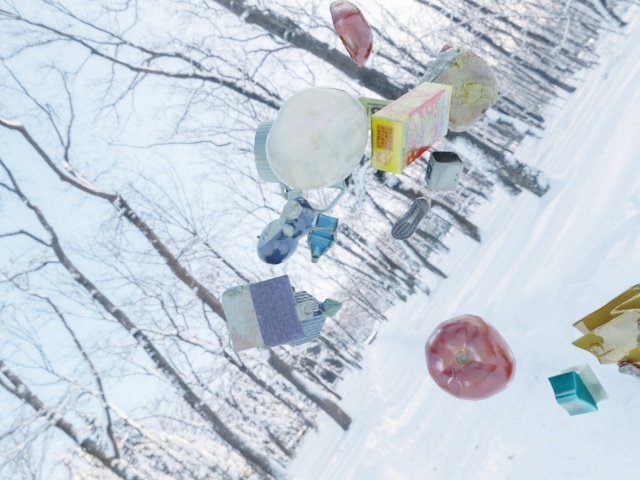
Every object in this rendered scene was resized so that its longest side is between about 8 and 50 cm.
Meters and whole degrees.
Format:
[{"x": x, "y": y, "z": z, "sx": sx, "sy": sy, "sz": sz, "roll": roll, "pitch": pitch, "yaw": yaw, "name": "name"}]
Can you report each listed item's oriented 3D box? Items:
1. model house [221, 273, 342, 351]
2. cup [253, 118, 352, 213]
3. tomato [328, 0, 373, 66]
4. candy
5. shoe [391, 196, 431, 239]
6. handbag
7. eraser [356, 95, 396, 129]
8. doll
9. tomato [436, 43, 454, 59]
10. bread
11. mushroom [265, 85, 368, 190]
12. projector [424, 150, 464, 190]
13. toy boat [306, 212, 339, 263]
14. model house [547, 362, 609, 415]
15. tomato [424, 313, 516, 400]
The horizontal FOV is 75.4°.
[{"x": -0.108, "y": 0.224, "z": 1.354, "sx": 0.280, "sy": 0.246, "sz": 0.312, "roll": -25, "pitch": -15, "yaw": 41, "name": "model house"}, {"x": -0.052, "y": -0.328, "z": 1.726, "sx": 0.310, "sy": 0.391, "sz": 0.402, "roll": 27, "pitch": -114, "yaw": -76, "name": "cup"}, {"x": 0.099, "y": -0.596, "z": 1.176, "sx": 0.082, "sy": 0.167, "sz": 0.174, "roll": -25, "pitch": -44, "yaw": 23, "name": "tomato"}, {"x": 0.235, "y": -0.294, "z": 1.062, "sx": 0.276, "sy": 0.088, "sz": 0.146, "roll": -39, "pitch": -42, "yaw": -38, "name": "candy"}, {"x": 0.324, "y": -0.077, "z": 1.457, "sx": 0.077, "sy": 0.074, "sz": 0.194, "roll": -38, "pitch": -15, "yaw": -51, "name": "shoe"}, {"x": 0.968, "y": 0.312, "z": 1.161, "sx": 0.133, "sy": 0.400, "sz": 0.283, "roll": -59, "pitch": -6, "yaw": -37, "name": "handbag"}, {"x": 0.214, "y": -0.486, "z": 1.597, "sx": 0.058, "sy": 0.171, "sz": 0.117, "roll": 107, "pitch": 169, "yaw": -75, "name": "eraser"}, {"x": -0.126, "y": -0.035, "z": 1.427, "sx": 0.258, "sy": 0.154, "sz": 0.228, "roll": -42, "pitch": 20, "yaw": 17, "name": "doll"}, {"x": 0.541, "y": -0.730, "z": 1.739, "sx": 0.138, "sy": 0.159, "sz": 0.091, "roll": -4, "pitch": -23, "yaw": -37, "name": "tomato"}, {"x": 0.433, "y": -0.485, "z": 1.310, "sx": 0.196, "sy": 0.246, "sz": 0.176, "roll": -52, "pitch": 17, "yaw": -5, "name": "bread"}, {"x": -0.001, "y": -0.238, "z": 1.025, "sx": 0.259, "sy": 0.254, "sz": 0.234, "roll": -19, "pitch": -23, "yaw": 9, "name": "mushroom"}, {"x": 0.340, "y": -0.193, "z": 1.144, "sx": 0.083, "sy": 0.083, "sz": 0.082, "roll": -96, "pitch": 8, "yaw": -52, "name": "projector"}, {"x": 0.000, "y": 0.000, "z": 1.076, "sx": 0.185, "sy": 0.075, "sz": 0.077, "roll": 117, "pitch": 170, "yaw": -68, "name": "toy boat"}, {"x": 0.794, "y": 0.471, "z": 1.293, "sx": 0.148, "sy": 0.127, "sz": 0.100, "roll": -10, "pitch": -24, "yaw": -35, "name": "model house"}, {"x": 0.515, "y": 0.399, "z": 1.423, "sx": 0.226, "sy": 0.298, "sz": 0.299, "roll": 27, "pitch": -79, "yaw": -48, "name": "tomato"}]
